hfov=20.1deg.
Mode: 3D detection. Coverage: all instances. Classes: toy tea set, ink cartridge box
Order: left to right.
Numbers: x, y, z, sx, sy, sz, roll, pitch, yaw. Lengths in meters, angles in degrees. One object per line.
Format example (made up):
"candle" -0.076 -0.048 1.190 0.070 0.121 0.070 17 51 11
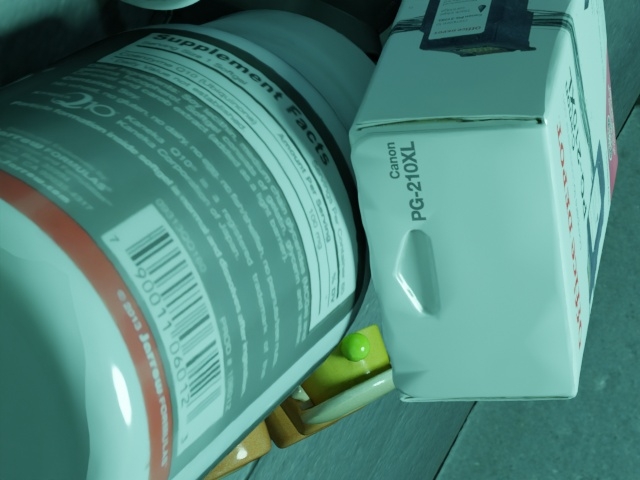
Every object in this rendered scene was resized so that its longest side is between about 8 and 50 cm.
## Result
"toy tea set" -0.059 0.103 1.364 0.200 0.124 0.336 -25 174 -12
"ink cartridge box" 0.097 -0.050 0.971 0.237 0.100 0.172 -68 152 -53

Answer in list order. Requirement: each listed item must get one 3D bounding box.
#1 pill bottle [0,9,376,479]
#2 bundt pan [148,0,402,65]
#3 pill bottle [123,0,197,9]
"pill bottle" -0.097 0.012 0.892 0.363 0.210 0.210 -39 151 -58
"bundt pan" 0.012 -0.142 1.183 0.331 0.124 0.331 -56 162 -29
"pill bottle" -0.050 -0.209 0.889 0.187 0.112 0.112 -52 161 -37
